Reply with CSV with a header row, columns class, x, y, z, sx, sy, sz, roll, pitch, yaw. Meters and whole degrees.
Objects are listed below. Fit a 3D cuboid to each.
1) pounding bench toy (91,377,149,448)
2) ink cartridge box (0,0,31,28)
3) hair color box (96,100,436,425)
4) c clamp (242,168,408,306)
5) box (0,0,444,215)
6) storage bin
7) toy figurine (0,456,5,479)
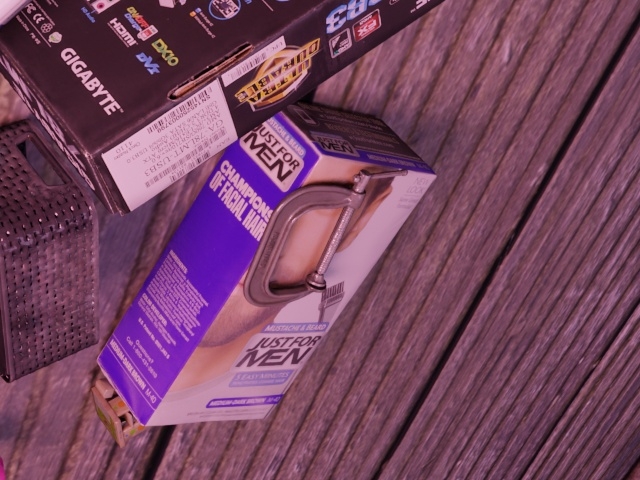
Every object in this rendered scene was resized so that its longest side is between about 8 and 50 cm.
class,x,y,z,sx,sy,sz,roll,pitch,yaw
pounding bench toy,-0.196,0.161,1.310,0.065,0.052,0.083,-28,147,-22
ink cartridge box,-0.248,-0.245,0.603,0.324,0.330,0.071,-42,-167,1
hair color box,-0.056,0.029,1.254,0.185,0.110,0.339,5,124,-50
c clamp,0.000,0.000,1.157,0.137,0.022,0.161,1,128,-43
box,-0.082,-0.203,0.747,0.293,0.295,0.073,-35,152,-14
storage bin,-0.242,0.010,1.001,0.084,0.122,0.180,-24,145,-29
toy figurine,-0.372,0.239,1.172,0.159,0.130,0.173,-27,169,-41
